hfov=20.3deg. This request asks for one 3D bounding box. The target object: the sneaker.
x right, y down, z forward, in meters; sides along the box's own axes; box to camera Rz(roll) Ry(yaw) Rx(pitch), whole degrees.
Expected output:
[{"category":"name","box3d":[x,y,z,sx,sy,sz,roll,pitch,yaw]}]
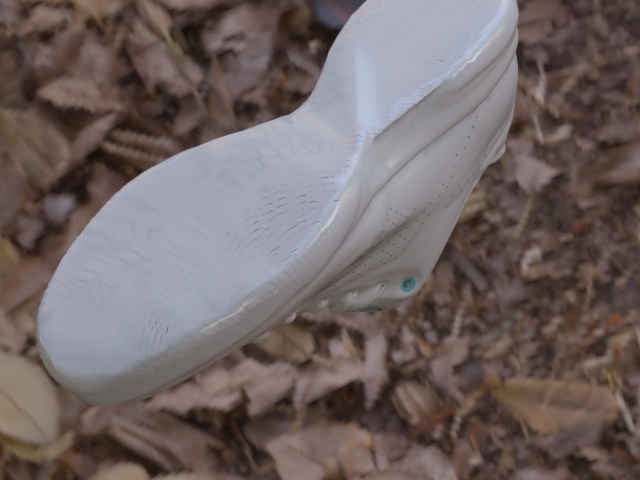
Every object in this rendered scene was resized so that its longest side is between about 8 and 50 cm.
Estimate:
[{"category":"sneaker","box3d":[0.000,0.000,0.614,0.212,0.094,0.080,-40,49,-24]}]
